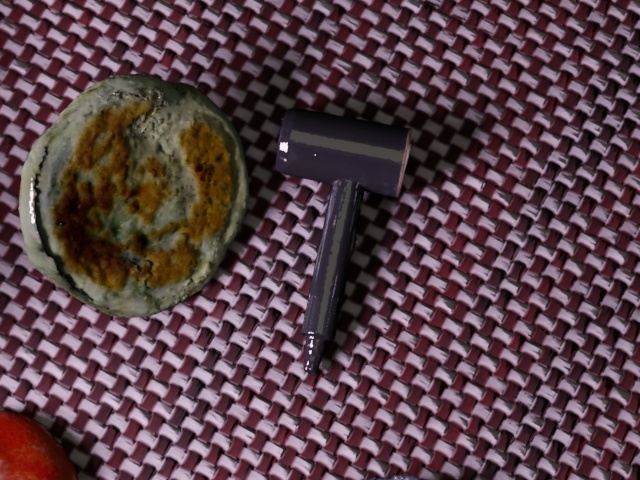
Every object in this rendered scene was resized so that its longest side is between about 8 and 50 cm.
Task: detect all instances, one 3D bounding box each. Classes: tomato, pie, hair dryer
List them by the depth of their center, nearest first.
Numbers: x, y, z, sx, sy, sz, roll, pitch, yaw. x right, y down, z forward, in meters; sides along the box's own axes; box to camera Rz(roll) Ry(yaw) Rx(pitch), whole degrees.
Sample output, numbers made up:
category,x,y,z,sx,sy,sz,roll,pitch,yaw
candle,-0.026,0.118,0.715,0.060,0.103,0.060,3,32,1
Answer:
category,x,y,z,sx,sy,sz,roll,pitch,yaw
tomato,-0.297,0.223,1.648,0.155,0.069,0.156,1,72,-3
pie,-0.172,-0.040,1.698,0.240,0.054,0.241,-7,104,-31
hair dryer,0.000,0.000,1.738,0.128,0.070,0.255,13,77,2

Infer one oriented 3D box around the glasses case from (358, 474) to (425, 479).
category,x,y,z,sx,sy,sz,roll,pitch,yaw
glasses case,-0.021,0.280,1.643,0.282,0.067,0.109,-10,70,-4
